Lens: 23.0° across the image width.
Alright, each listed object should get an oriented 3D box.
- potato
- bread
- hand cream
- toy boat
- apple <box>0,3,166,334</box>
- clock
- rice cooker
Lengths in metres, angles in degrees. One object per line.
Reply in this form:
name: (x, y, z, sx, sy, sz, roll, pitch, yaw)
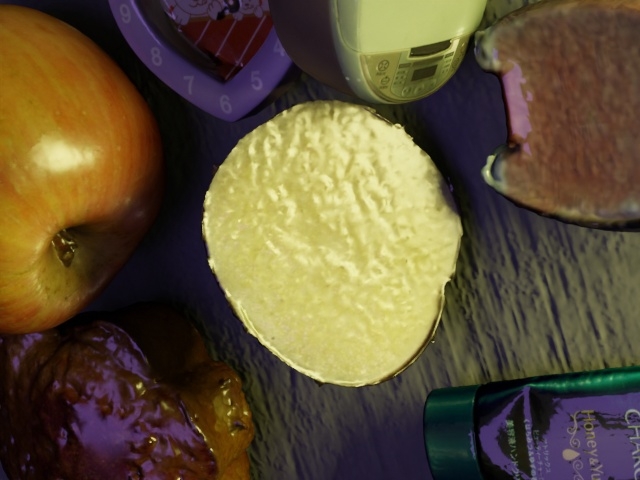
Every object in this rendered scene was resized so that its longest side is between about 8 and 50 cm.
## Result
potato: (0.000, 0.000, 1.156, 0.202, 0.182, 0.117, 48, 170, -11)
bread: (-0.161, 0.171, 1.338, 0.232, 0.135, 0.246, -1, 107, 38)
hand cream: (0.204, 0.140, 1.109, 0.270, 0.061, 0.120, -6, 100, 31)
toy boat: (0.201, -0.084, 1.007, 0.227, 0.085, 0.155, 7, 104, 47)
apple: (-0.257, -0.062, 1.260, 0.241, 0.242, 0.242, 47, 131, 29)
clock: (-0.065, -0.176, 1.167, 0.198, 0.064, 0.172, 0, 108, 38)
rice cooker: (0.037, -0.193, 1.032, 0.127, 0.145, 0.206, 12, 112, 44)
